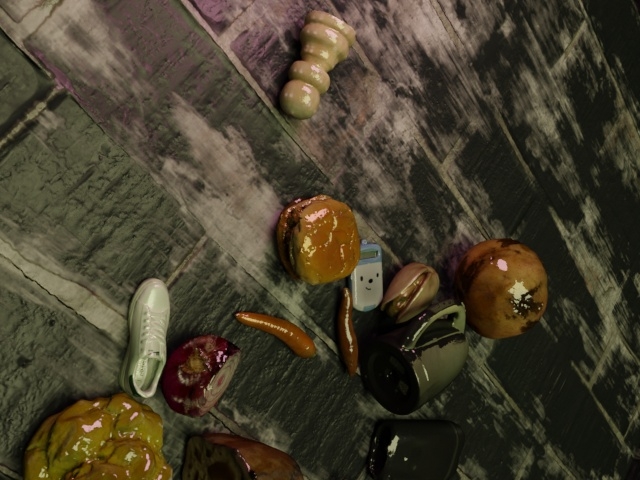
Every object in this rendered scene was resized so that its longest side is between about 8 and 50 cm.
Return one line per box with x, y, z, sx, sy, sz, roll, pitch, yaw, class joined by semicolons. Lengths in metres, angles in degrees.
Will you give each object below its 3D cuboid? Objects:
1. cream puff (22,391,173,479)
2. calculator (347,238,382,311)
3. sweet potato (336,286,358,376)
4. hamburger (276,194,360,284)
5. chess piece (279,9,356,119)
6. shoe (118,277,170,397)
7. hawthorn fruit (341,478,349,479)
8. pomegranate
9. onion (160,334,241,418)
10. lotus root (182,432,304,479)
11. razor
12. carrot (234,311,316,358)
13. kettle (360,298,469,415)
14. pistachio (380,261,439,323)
-0.437;0.493;1.225;0.291;0.257;0.325;41;72;-36;cream puff
0.129;0.101;1.734;0.121;0.039;0.211;-6;98;-38;calculator
0.074;0.264;1.701;0.057;0.057;0.265;-15;102;-35;sweet potato
0.000;0.000;1.550;0.244;0.163;0.245;-3;94;-37;hamburger
-0.016;-0.431;1.520;0.142;0.142;0.261;25;84;-36;chess piece
-0.376;0.221;1.329;0.095;0.110;0.265;11;91;-36;shoe
0.099;0.827;1.667;0.265;0.265;0.308;10;67;-37;hawthorn fruit
0.570;0.152;1.908;0.321;0.322;0.323;-4;97;-36;pomegranate
-0.281;0.325;1.401;0.218;0.139;0.195;95;16;-57;onion
-0.168;0.623;1.423;0.249;0.316;0.317;16;85;-45;lotus root
0.309;0.664;1.881;0.348;0.113;0.205;14;89;-37;razor
-0.106;0.235;1.566;0.271;0.066;0.062;39;28;-30;carrot
0.316;0.312;1.766;0.324;0.228;0.321;-18;128;-39;kettle
0.270;0.153;1.790;0.215;0.143;0.144;-42;118;-20;pistachio
